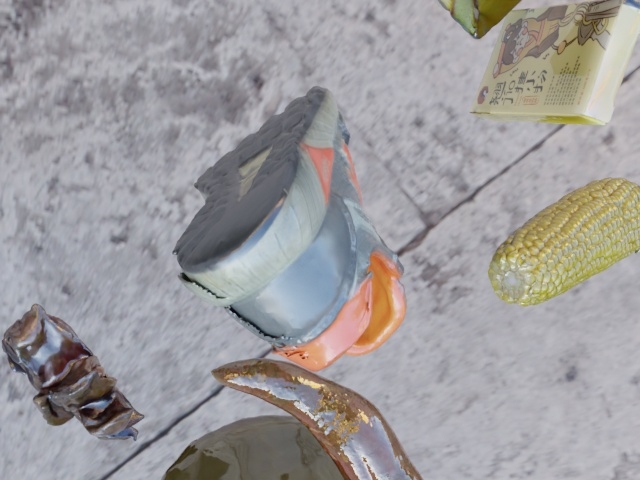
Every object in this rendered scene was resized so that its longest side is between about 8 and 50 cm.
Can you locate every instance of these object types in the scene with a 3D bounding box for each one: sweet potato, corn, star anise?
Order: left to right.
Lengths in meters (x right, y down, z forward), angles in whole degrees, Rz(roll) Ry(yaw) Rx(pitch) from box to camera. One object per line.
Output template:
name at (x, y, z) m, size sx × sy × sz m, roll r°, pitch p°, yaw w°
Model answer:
star anise at (-0.299, 0.161, 1.620) m, size 0.214 × 0.220 × 0.099 m, roll 30°, pitch 70°, yaw 32°
sweet potato at (0.026, 0.172, 1.148) m, size 0.078 × 0.058 × 0.255 m, roll -44°, pitch 96°, yaw -6°
corn at (0.263, 0.000, 1.455) m, size 0.260 × 0.091 × 0.091 m, roll -25°, pitch 101°, yaw -49°

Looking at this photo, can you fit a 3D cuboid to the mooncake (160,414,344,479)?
mooncake at (-0.026, 0.298, 1.375) m, size 0.284 × 0.284 × 0.156 m, roll 9°, pitch 43°, yaw -13°

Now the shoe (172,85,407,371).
shoe at (0.000, 0.000, 1.043) m, size 0.132 × 0.336 × 0.171 m, roll -37°, pitch 103°, yaw 13°

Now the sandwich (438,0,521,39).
sandwich at (0.130, -0.207, 0.813) m, size 0.163 × 0.113 × 0.079 m, roll -37°, pitch 76°, yaw -2°

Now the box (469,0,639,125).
box at (0.138, -0.106, 0.838) m, size 0.020 × 0.149 × 0.073 m, roll 20°, pitch 88°, yaw -20°
